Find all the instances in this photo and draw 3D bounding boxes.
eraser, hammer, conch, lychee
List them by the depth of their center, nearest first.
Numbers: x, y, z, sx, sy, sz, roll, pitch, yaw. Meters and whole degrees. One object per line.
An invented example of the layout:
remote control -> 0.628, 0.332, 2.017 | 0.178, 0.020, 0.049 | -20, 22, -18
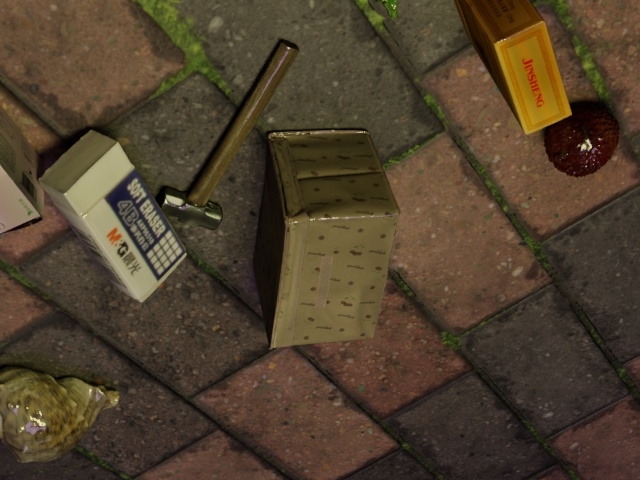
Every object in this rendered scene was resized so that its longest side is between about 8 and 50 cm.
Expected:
eraser -> -0.326, -0.033, 1.620 | 0.124, 0.081, 0.279 | -48, 141, -21
hammer -> -0.140, -0.169, 1.626 | 0.111, 0.043, 0.365 | 19, 122, -28
lychee -> 0.453, -0.173, 1.735 | 0.129, 0.123, 0.123 | -18, 134, -12
conch -> -0.524, 0.341, 1.894 | 0.291, 0.159, 0.210 | 6, 128, -24

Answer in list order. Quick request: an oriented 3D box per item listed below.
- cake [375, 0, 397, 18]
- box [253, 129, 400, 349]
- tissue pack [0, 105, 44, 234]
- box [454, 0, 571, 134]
cake -> 0.094, -0.428, 1.407 | 0.099, 0.100, 0.235 | -22, 133, 5
box -> 0.000, 0.000, 1.686 | 0.190, 0.225, 0.297 | -2, 133, -13
tissue pack -> -0.505, -0.140, 1.471 | 0.092, 0.148, 0.246 | -23, 132, 7
box -> 0.260, -0.303, 1.448 | 0.076, 0.274, 0.174 | -23, 133, 7
